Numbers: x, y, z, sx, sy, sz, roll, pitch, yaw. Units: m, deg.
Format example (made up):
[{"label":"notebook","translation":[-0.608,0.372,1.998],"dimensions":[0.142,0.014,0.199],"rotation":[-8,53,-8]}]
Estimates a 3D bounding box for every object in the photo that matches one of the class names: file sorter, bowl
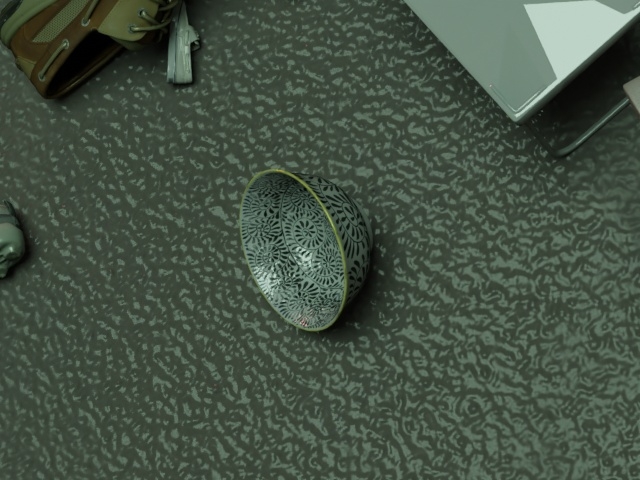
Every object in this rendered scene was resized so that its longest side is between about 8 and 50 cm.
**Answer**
[{"label":"file sorter","translation":[0.199,-0.249,1.727],"dimensions":[0.193,0.173,0.277],"rotation":[-42,66,6]},{"label":"bowl","translation":[0.000,0.000,1.766],"dimensions":[0.080,0.170,0.170],"rotation":[-20,61,-35]}]

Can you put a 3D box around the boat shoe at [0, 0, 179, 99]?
[{"label":"boat shoe","translation":[-0.208,-0.263,1.899],"dimensions":[0.324,0.122,0.120],"rotation":[-32,75,30]}]

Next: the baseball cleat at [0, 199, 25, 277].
[{"label":"baseball cleat","translation":[-0.420,0.026,1.941],"dimensions":[0.206,0.072,0.109],"rotation":[-27,54,6]}]

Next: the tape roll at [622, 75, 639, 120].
[{"label":"tape roll","translation":[0.376,0.022,1.472],"dimensions":[0.072,0.392,0.392],"rotation":[-29,68,10]}]

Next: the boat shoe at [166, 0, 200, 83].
[{"label":"boat shoe","translation":[-0.150,-0.219,1.924],"dimensions":[0.035,0.035,0.100],"rotation":[4,71,-7]}]
